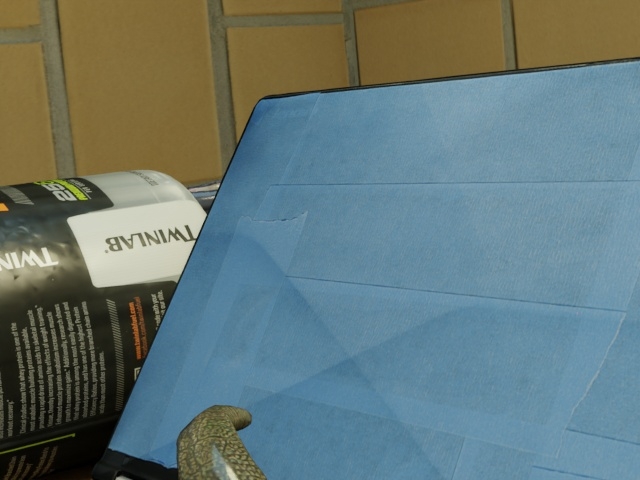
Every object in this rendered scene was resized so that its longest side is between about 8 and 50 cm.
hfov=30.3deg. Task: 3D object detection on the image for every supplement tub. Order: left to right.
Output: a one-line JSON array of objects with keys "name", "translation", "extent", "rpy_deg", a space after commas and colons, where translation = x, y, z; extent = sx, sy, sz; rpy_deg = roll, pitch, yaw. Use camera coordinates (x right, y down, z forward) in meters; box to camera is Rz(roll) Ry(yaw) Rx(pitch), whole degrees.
[{"name": "supplement tub", "translation": [-0.227, 0.064, 0.753], "extent": [0.316, 0.193, 0.193], "rpy_deg": [-10, 8, -35]}]

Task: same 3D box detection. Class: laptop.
[{"name": "laptop", "translation": [-0.068, 0.058, 0.506], "extent": [0.408, 0.236, 0.382], "rpy_deg": [-11, 8, -37]}]

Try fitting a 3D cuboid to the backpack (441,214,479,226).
[{"name": "backpack", "translation": [0.189, 0.033, 0.634], "extent": [0.263, 0.213, 0.276], "rpy_deg": [9, 8, 34]}]

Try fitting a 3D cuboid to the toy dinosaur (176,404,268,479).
[{"name": "toy dinosaur", "translation": [-0.009, 0.143, 0.227], "extent": [0.160, 0.121, 0.313], "rpy_deg": [1, 18, 5]}]

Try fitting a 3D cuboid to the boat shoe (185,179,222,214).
[{"name": "boat shoe", "translation": [0.000, 0.000, 1.246], "extent": [0.340, 0.158, 0.127], "rpy_deg": [-8, 8, -20]}]
